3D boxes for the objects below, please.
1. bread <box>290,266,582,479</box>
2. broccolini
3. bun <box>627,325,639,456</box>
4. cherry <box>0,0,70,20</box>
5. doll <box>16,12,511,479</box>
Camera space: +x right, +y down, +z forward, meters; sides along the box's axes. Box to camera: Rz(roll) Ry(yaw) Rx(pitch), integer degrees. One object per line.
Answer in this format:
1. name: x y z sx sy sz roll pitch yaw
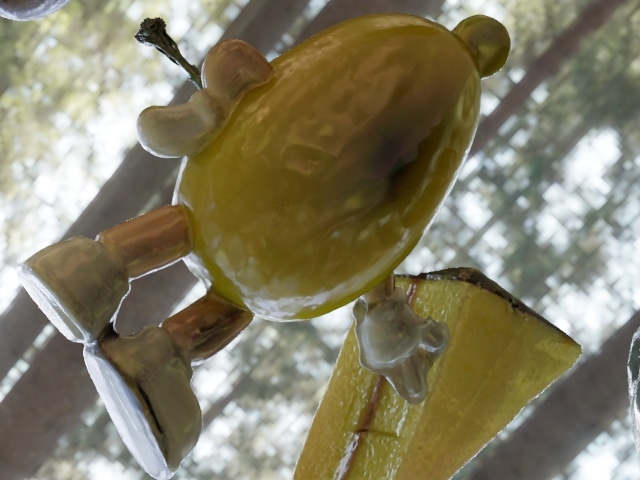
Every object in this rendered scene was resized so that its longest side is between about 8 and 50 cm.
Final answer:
1. bread: 0.102 0.171 1.649 0.163 0.264 0.168 32 164 -33
2. broccolini: -0.152 -0.199 2.164 0.044 0.042 0.218 -35 -111 -21
3. bun: 0.386 0.078 1.464 0.194 0.354 0.354 53 -155 -7
4. cherry: -0.334 -0.338 2.012 0.140 0.176 0.176 1 -151 5
5. doll: -0.033 0.001 1.424 0.423 0.348 0.161 -11 -159 -25
